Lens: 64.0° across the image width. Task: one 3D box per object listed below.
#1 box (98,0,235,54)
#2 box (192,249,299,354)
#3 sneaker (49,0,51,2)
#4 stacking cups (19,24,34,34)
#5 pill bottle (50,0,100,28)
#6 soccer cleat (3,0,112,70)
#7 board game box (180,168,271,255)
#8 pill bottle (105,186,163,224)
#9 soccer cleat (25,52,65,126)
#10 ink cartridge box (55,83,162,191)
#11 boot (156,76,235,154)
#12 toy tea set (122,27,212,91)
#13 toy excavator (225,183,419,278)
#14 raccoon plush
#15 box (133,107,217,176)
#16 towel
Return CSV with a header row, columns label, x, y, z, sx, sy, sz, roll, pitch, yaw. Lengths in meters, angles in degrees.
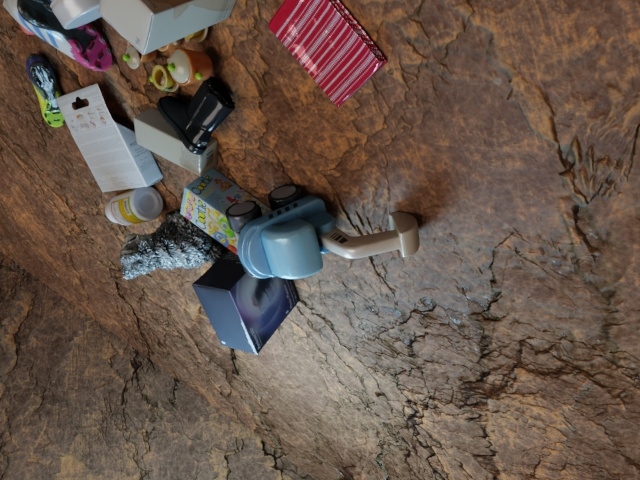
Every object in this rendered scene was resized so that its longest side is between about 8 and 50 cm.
label,x,y,z,sx,sy,sz,roll,pitch,yaw
box,-0.344,-0.572,1.202,0.148,0.311,0.121,43,139,-2
box,-0.250,0.188,1.814,0.182,0.294,0.296,7,129,33
sneaker,-0.833,-0.742,1.615,0.221,0.083,0.087,37,153,12
stacking cups,-0.912,-0.759,1.511,0.096,0.096,0.316,33,150,8
pill bottle,-0.713,-0.790,1.356,0.224,0.224,0.392,-8,120,41
soccer cleat,-0.786,-0.638,1.552,0.143,0.116,0.331,22,174,30
board game box,-0.314,-0.092,1.731,0.275,0.144,0.142,36,139,6
pill bottle,-0.745,-0.132,2.025,0.245,0.136,0.136,-7,121,41
soccer cleat,-1.019,-0.559,1.917,0.121,0.093,0.289,55,153,32
ink cartridge box,-0.784,-0.374,1.896,0.308,0.091,0.385,0,119,38
boot,-0.368,-0.408,1.530,0.207,0.094,0.246,-48,65,26
toy tea set,-0.445,-0.518,1.439,0.336,0.124,0.200,-2,105,39
toy excavator,0.000,0.000,1.483,0.445,0.433,0.222,35,144,51
raccoon plush,-0.533,0.064,1.914,0.446,0.299,0.216,18,134,23
box,-0.475,-0.325,1.685,0.275,0.094,0.113,29,137,14
towel,0.009,-0.477,1.236,0.275,0.031,0.199,48,139,-8
